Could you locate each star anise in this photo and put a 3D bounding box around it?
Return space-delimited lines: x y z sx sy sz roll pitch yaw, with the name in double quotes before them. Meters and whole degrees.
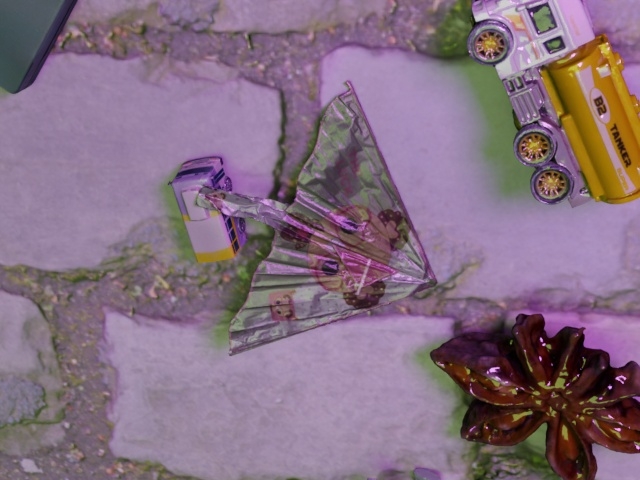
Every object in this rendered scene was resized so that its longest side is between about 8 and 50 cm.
"star anise" 0.240 0.164 1.089 0.214 0.099 0.220 -20 114 38

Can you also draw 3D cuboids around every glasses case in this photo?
"glasses case" -0.294 -0.240 1.062 0.078 0.039 0.184 36 119 -3

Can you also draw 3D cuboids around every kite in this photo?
"kite" 0.000 0.000 1.085 0.268 0.013 0.323 23 107 -10

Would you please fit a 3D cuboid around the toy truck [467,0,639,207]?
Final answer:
"toy truck" 0.218 -0.133 0.943 0.114 0.098 0.227 -21 111 20

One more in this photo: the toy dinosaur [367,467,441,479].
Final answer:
"toy dinosaur" 0.103 0.338 1.233 0.242 0.053 0.167 0 117 15

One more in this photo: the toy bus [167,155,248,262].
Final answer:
"toy bus" -0.118 -0.031 1.107 0.052 0.058 0.102 -8 114 18
